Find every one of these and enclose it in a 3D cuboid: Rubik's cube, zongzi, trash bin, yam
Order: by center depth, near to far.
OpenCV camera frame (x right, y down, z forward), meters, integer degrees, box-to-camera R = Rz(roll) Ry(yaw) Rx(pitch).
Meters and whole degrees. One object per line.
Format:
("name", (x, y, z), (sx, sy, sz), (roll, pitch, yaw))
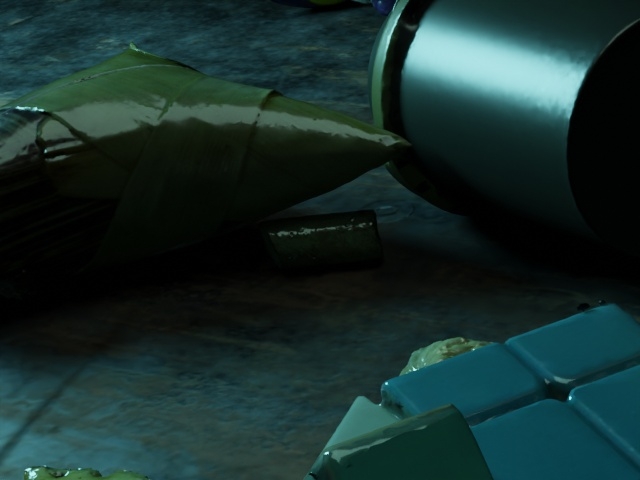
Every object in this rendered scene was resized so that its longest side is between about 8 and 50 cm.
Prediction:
("Rubik's cube", (0.073, 0.153, 0.612), (0.213, 0.224, 0.265), (-18, 32, -19))
("zongzi", (-0.135, -0.043, 1.157), (0.317, 0.154, 0.289), (7, 31, 46))
("trash bin", (0.158, -0.110, 1.159), (0.214, 0.214, 0.334), (-17, 21, -20))
("yam", (0.000, 0.000, 1.181), (0.094, 0.043, 0.043), (-7, 24, 2))

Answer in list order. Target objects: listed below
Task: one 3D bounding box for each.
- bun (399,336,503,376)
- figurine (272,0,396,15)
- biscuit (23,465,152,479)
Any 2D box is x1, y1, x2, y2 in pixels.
("bun", (0.095, 0.094, 0.913), (0.115, 0.069, 0.115), (-5, 23, 2))
("figurine", (0.105, -0.301, 1.707), (0.193, 0.154, 0.421), (20, 2, -29))
("biscuit", (-0.126, 0.184, 0.842), (0.144, 0.016, 0.203), (-3, 25, 11))
